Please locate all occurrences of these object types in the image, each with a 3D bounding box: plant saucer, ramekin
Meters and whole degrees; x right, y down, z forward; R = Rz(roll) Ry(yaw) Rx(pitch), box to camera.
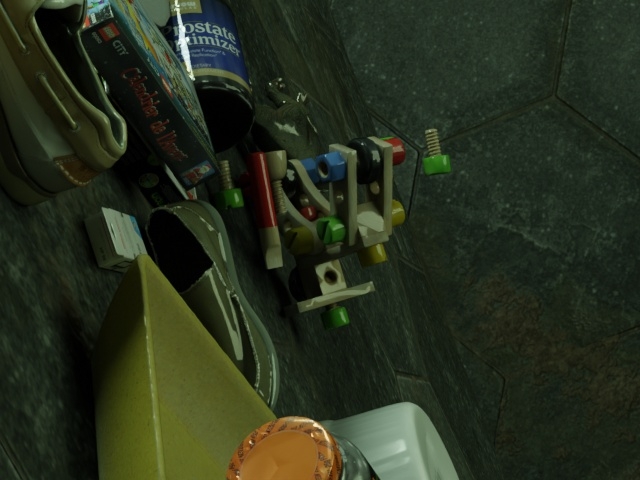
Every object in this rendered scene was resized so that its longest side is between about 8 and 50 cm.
[{"bbox_3d":[-0.094,0.233,1.250,0.332,0.081,0.332,56,16,-45],"label":"plant saucer"},{"bbox_3d":[0.097,0.333,1.857,0.277,0.135,0.277,-22,90,-79],"label":"ramekin"}]

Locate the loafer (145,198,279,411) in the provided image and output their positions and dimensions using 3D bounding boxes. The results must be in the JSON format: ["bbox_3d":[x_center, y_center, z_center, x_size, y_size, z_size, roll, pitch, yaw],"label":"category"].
[{"bbox_3d":[-0.119,0.071,1.474,0.087,0.094,0.251,20,43,-61],"label":"loafer"}]

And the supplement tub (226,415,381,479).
[{"bbox_3d":[0.005,0.230,1.215,0.117,0.117,0.190,-101,164,-47],"label":"supplement tub"}]

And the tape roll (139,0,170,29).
[{"bbox_3d":[-0.244,-0.320,1.645,0.219,0.072,0.219,-23,90,-79],"label":"tape roll"}]

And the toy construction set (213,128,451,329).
[{"bbox_3d":[0.000,0.000,1.920,0.309,0.258,0.237,-10,91,-59],"label":"toy construction set"}]

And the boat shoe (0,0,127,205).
[{"bbox_3d":[-0.242,-0.187,1.241,0.302,0.103,0.113,70,18,0],"label":"boat shoe"}]

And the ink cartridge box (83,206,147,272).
[{"bbox_3d":[-0.189,0.000,1.384,0.083,0.028,0.048,26,43,-75],"label":"ink cartridge box"}]

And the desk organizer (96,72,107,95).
[{"bbox_3d":[-0.230,-0.122,1.379,0.130,0.047,0.050,-33,103,-79],"label":"desk organizer"}]

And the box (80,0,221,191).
[{"bbox_3d":[-0.182,-0.179,1.506,0.233,0.044,0.159,57,10,-45],"label":"box"}]

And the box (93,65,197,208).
[{"bbox_3d":[-0.192,-0.118,1.587,0.207,0.036,0.114,57,15,-46],"label":"box"}]

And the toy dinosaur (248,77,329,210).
[{"bbox_3d":[-0.050,-0.150,2.151,0.160,0.121,0.313,59,-1,36],"label":"toy dinosaur"}]

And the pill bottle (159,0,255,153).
[{"bbox_3d":[-0.152,-0.214,1.752,0.123,0.123,0.219,54,17,-52],"label":"pill bottle"}]
